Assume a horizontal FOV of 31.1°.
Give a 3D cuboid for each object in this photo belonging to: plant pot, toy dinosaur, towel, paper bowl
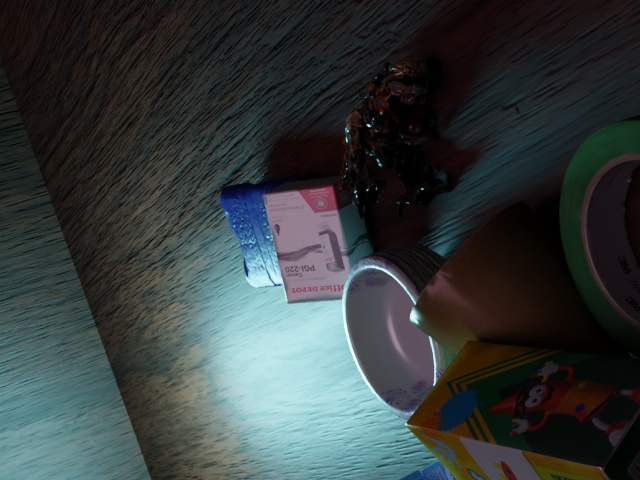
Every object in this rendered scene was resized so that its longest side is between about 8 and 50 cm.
[{"bbox_3d":[0.298,0.115,1.610,0.254,0.237,0.237,44,144,16],"label":"plant pot"},{"bbox_3d":[0.108,-0.160,1.880,0.322,0.164,0.218,93,165,-66],"label":"toy dinosaur"},{"bbox_3d":[-0.079,-0.017,2.319,0.308,0.076,0.227,-3,107,59],"label":"towel"},{"bbox_3d":[0.169,0.143,1.895,0.284,0.148,0.284,39,138,46],"label":"paper bowl"}]

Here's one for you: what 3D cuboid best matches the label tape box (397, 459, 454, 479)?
[{"bbox_3d":[0.149,0.583,2.146,0.334,0.106,0.240,-43,68,44],"label":"label tape box"}]

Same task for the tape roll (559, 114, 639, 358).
[{"bbox_3d":[0.434,0.000,1.421,0.321,0.077,0.321,37,137,46],"label":"tape roll"}]

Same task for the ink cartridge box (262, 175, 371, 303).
[{"bbox_3d":[0.000,0.000,2.109,0.159,0.092,0.218,-6,104,30],"label":"ink cartridge box"}]

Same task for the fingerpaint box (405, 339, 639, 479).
[{"bbox_3d":[0.380,0.333,1.430,0.445,0.163,0.371,48,158,-19],"label":"fingerpaint box"}]
